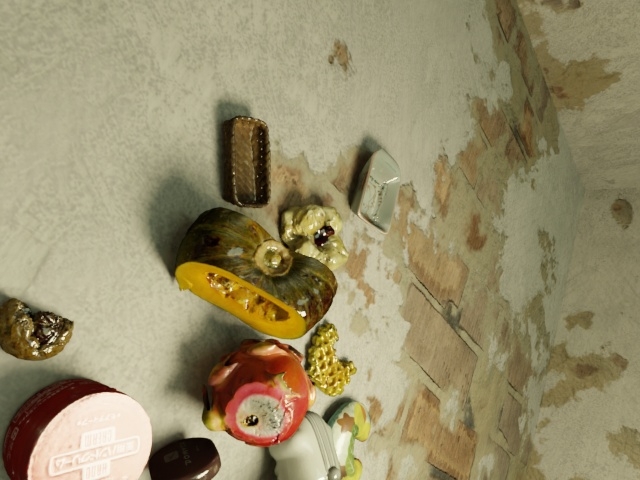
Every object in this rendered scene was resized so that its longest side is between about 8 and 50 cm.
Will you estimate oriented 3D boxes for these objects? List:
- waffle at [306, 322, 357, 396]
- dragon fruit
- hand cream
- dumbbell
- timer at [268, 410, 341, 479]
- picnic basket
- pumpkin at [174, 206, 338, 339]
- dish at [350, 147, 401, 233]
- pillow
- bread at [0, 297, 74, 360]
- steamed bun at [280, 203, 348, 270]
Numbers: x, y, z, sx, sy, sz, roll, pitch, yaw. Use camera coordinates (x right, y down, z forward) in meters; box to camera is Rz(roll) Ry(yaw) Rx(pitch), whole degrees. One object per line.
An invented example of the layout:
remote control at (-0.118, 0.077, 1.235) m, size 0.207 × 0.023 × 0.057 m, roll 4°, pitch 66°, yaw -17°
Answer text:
waffle at (0.032, 0.317, 1.258) m, size 0.194 × 0.051 × 0.149 m, roll 54°, pitch 55°, yaw -32°
dragon fruit at (-0.122, 0.299, 0.974) m, size 0.224 × 0.227 × 0.224 m, roll -1°, pitch 94°, yaw -11°
hand cream at (-0.380, 0.321, 0.759) m, size 0.193 × 0.125 × 0.193 m, roll -1°, pitch 92°, yaw -46°
dumbbell at (-0.239, 0.500, 0.903) m, size 0.124 × 0.140 × 0.225 m, roll -11°, pitch 99°, yaw -25°
timer at (-0.023, 0.549, 1.087) m, size 0.290 × 0.290 × 0.315 m, roll 8°, pitch 62°, yaw -47°
picnic basket at (-0.161, -0.166, 1.039) m, size 0.110 × 0.054 × 0.193 m, roll -3°, pitch 92°, yaw -48°
pumpkin at (-0.131, 0.078, 0.954) m, size 0.317 × 0.222 × 0.139 m, roll 29°, pitch 57°, yaw -13°
dish at (0.155, -0.147, 1.372) m, size 0.154 × 0.064 × 0.234 m, roll 31°, pitch 69°, yaw -43°
pillow at (0.071, 0.549, 1.289) m, size 0.214 × 0.086 × 0.233 m, roll 37°, pitch 61°, yaw -53°
bread at (-0.440, 0.143, 0.739) m, size 0.113 × 0.060 × 0.082 m, roll 35°, pitch 63°, yaw -43°
steamed bun at (0.000, 0.000, 1.178) m, size 0.192 × 0.106 × 0.178 m, roll -5°, pitch 96°, yaw -49°
